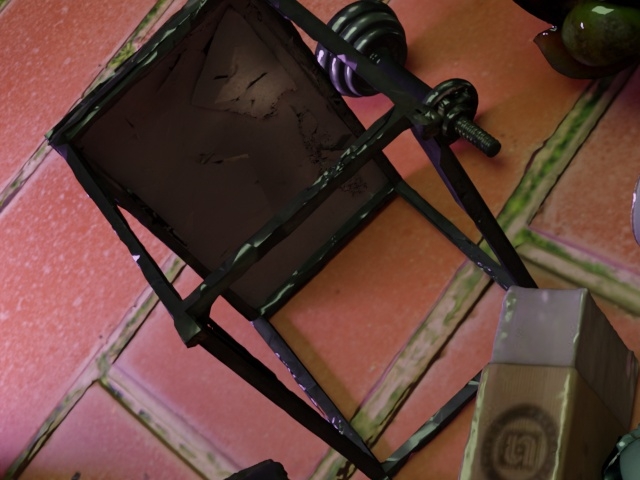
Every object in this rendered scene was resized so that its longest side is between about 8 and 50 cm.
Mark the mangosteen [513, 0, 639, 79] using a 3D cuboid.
[{"bbox_3d":[0.295,-0.291,0.937,0.300,0.300,0.300,-16,53,23],"label":"mangosteen"}]

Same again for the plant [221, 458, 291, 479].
[{"bbox_3d":[-0.099,0.298,0.859,0.256,0.164,0.142,-40,47,-12],"label":"plant"}]

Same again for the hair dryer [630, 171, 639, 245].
[{"bbox_3d":[0.360,-0.142,0.794,0.173,0.107,0.358,19,108,37],"label":"hair dryer"}]

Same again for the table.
[{"bbox_3d":[0.000,0.000,0.872,0.222,0.335,0.272,-43,49,1],"label":"table"}]

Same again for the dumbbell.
[{"bbox_3d":[0.092,-0.156,1.081,0.110,0.110,0.254,-46,55,-2],"label":"dumbbell"}]

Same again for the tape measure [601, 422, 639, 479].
[{"bbox_3d":[0.246,0.182,0.761,0.054,0.094,0.091,-38,44,40],"label":"tape measure"}]

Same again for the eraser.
[{"bbox_3d":[0.156,0.214,0.762,0.078,0.144,0.344,-2,60,35],"label":"eraser"}]
